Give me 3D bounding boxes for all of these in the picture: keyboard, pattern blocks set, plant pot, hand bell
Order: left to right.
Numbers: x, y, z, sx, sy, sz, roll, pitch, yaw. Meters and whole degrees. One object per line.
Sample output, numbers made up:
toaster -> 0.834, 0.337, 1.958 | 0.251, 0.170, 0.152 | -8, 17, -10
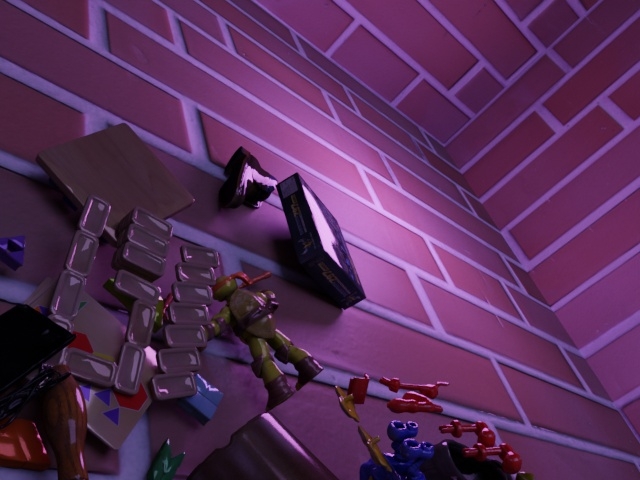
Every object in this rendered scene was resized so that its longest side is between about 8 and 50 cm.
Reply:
keyboard -> -0.307, 0.136, 0.543 | 0.100, 0.038, 0.192 | 29, 37, 14
hand bell -> -0.214, 0.211, 0.530 | 0.126, 0.126, 0.242 | 23, 27, -43
pattern blocks set -> -0.261, 0.128, 0.667 | 0.325, 0.026, 0.285 | 47, 29, -2
plant pot -> -0.047, 0.283, 0.641 | 0.165, 0.167, 0.167 | 46, 23, 16

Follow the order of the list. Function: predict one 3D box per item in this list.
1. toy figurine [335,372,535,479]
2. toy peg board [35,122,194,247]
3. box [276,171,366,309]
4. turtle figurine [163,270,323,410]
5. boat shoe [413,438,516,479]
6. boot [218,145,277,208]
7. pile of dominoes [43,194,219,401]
toy figurine -> 0.129, 0.346, 0.744 | 0.191, 0.217, 0.362 | 5, 16, -21
toy peg board -> -0.300, -0.067, 0.882 | 0.161, 0.079, 0.160 | 47, 39, 2
box -> 0.000, 0.000, 1.217 | 0.183, 0.059, 0.233 | 47, 18, -45
turtle figurine -> -0.089, 0.124, 0.894 | 0.217, 0.087, 0.269 | 51, 24, 10
boat shoe -> 0.274, 0.414, 1.034 | 0.335, 0.095, 0.112 | 29, 29, -35
boot -> -0.131, -0.105, 1.192 | 0.106, 0.082, 0.219 | 34, 25, -21
pile of dominoes -> -0.224, 0.074, 0.740 | 0.196, 0.040, 0.251 | 32, 41, -31
